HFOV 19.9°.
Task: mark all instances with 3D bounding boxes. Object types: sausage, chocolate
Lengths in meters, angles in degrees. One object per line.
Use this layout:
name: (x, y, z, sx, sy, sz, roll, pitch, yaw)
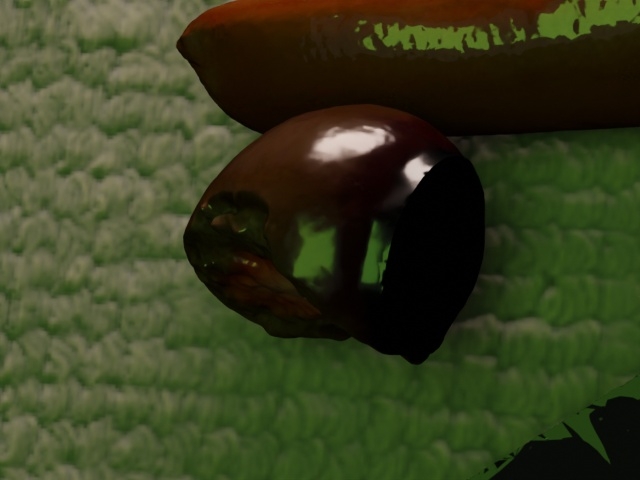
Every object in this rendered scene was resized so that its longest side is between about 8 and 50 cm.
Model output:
sausage: (0.075, -0.088, 0.854, 0.300, 0.089, 0.083, -5, 86, 20)
chocolate: (0.000, 0.000, 0.824, 0.133, 0.127, 0.124, 11, 126, 29)

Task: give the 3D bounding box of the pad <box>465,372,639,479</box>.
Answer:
pad: (0.106, 0.086, 0.828, 0.250, 0.055, 0.323, -31, 69, 8)
